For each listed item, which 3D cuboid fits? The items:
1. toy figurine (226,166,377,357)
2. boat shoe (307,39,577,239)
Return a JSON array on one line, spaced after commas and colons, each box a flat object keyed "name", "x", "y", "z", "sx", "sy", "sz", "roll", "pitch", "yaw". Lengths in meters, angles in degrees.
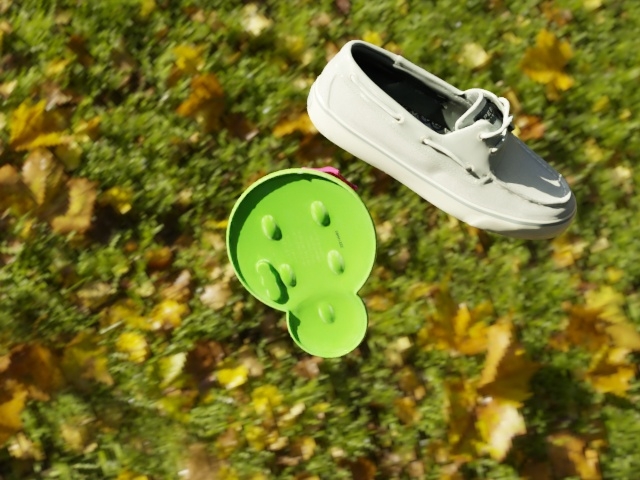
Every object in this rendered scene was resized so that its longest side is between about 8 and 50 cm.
[{"name": "toy figurine", "x": 0.000, "y": 0.000, "z": 1.210, "sx": 0.159, "sy": 0.130, "sz": 0.173, "roll": -67, "pitch": 139, "yaw": -72}, {"name": "boat shoe", "x": 0.102, "y": -0.077, "z": 1.007, "sx": 0.227, "sy": 0.081, "sz": 0.079, "roll": 27, "pitch": 46, "yaw": -6}]
